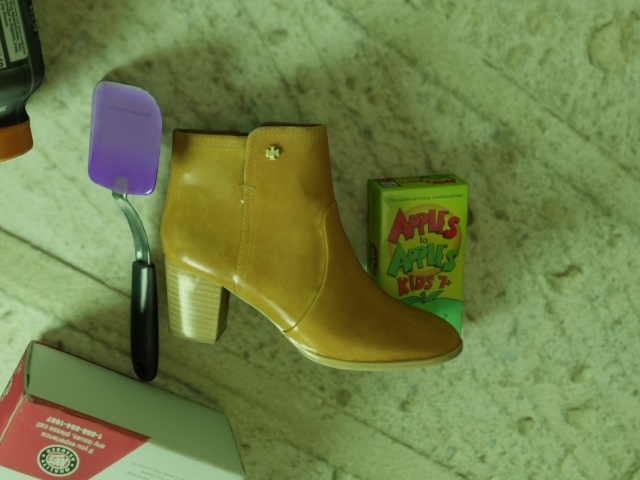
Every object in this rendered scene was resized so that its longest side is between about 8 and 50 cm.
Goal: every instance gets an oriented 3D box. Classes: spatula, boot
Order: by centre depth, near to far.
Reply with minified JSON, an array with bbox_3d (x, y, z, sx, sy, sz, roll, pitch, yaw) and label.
[{"bbox_3d":[-0.001,0.000,0.875,0.295,0.104,0.211,7,103,-1],"label":"boot"},{"bbox_3d":[-0.171,0.003,0.881,0.030,0.084,0.296,-36,132,-50],"label":"spatula"}]

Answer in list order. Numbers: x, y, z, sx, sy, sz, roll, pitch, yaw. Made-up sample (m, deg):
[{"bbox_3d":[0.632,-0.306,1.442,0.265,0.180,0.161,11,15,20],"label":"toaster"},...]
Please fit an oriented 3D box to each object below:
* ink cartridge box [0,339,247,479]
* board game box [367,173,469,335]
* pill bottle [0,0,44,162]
[{"bbox_3d":[-0.244,0.282,0.914,0.226,0.131,0.306,26,102,-22],"label":"ink cartridge box"},{"bbox_3d":[0.096,0.027,0.962,0.092,0.043,0.181,-5,110,-13],"label":"board game box"},{"bbox_3d":[-0.292,-0.181,0.740,0.130,0.130,0.245,-10,111,-11],"label":"pill bottle"}]
